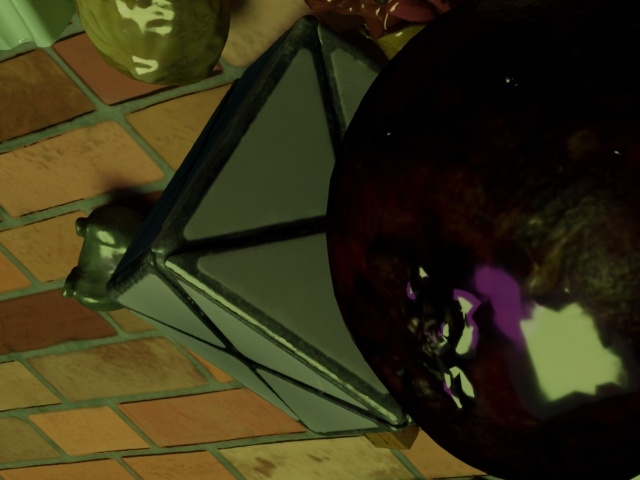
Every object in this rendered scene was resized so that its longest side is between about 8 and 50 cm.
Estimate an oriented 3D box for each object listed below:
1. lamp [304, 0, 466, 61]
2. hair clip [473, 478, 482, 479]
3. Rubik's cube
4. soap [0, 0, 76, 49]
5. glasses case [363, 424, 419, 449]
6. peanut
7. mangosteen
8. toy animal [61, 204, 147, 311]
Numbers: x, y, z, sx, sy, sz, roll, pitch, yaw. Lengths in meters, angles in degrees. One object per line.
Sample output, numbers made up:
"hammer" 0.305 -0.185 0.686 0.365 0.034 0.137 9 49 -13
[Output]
"lamp" 0.107 -0.166 1.466 0.253 0.118 0.118 33 147 -12
"hair clip" 0.157 0.331 2.147 0.146 0.056 0.187 32 150 8
"Rubik's cube" 0.000 0.000 1.577 0.255 0.259 0.260 33 169 -8
"soap" -0.273 -0.273 1.592 0.066 0.119 0.198 -2 136 30
"glasses case" 0.033 0.159 2.019 0.170 0.041 0.064 45 155 -23
"peanut" -0.146 -0.209 1.599 0.140 0.109 0.159 7 130 13
"mangosteen" 0.218 0.000 1.300 0.421 0.381 0.381 -2 149 -13
"toy animal" -0.144 0.021 1.934 0.236 0.138 0.108 3 103 -1
